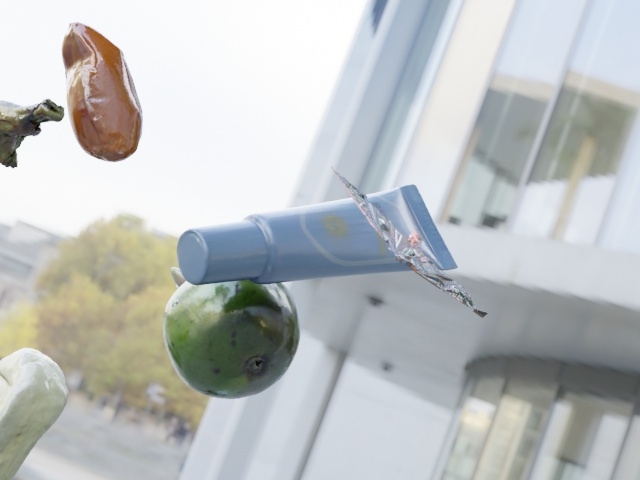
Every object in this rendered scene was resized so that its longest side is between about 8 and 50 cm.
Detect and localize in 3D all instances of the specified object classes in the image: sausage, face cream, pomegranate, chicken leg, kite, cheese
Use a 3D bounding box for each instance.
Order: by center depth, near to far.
[{"bbox_3d":[0.089,0.001,1.599,0.232,0.009,0.189,44,12,5],"label":"kite"},{"bbox_3d":[-0.367,-0.133,1.833,0.178,0.070,0.093,-15,-65,40],"label":"chicken leg"},{"bbox_3d":[-0.267,-0.177,1.849,0.089,0.179,0.089,-14,-12,-3],"label":"sausage"},{"bbox_3d":[0.000,0.000,1.910,0.385,0.135,0.086,-7,-29,-36],"label":"face cream"},{"bbox_3d":[-0.128,0.100,2.015,0.187,0.187,0.225,31,19,-44],"label":"pomegranate"},{"bbox_3d":[-0.477,0.283,2.261,0.093,0.263,0.159,39,-10,-32],"label":"cheese"}]
